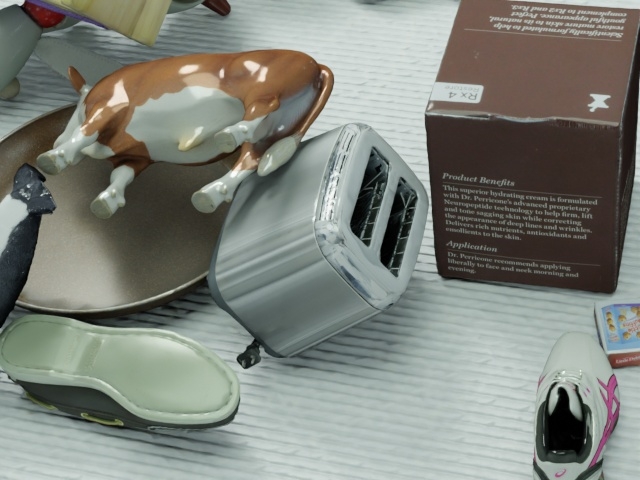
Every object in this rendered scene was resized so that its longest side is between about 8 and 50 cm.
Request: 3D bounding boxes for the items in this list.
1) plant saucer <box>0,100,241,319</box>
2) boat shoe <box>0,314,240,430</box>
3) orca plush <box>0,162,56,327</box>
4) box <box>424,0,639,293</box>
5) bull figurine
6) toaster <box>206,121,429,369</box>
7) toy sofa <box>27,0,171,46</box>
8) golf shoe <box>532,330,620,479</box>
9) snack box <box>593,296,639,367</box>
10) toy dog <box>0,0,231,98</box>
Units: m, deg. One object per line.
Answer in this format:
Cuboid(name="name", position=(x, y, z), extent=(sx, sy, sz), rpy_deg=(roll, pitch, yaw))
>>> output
Cuboid(name="plant saucer", position=(-0.199, -0.028, 1.602), extent=(0.311, 0.050, 0.310), rpy_deg=(-4, 44, 4))
Cuboid(name="boat shoe", position=(-0.166, 0.120, 1.426), extent=(0.228, 0.068, 0.081), rpy_deg=(13, 59, 21))
Cuboid(name="orca plush", position=(-0.325, 0.059, 1.470), extent=(0.151, 0.102, 0.287), rpy_deg=(31, 87, 26))
Cuboid(name="box", position=(0.194, -0.084, 1.491), extent=(0.169, 0.203, 0.167), rpy_deg=(7, 45, 14))
Cuboid(name="bull figurine", position=(-0.141, -0.104, 1.510), extent=(0.310, 0.101, 0.188), rpy_deg=(-9, 34, 28))
Cuboid(name="toaster", position=(0.000, 0.000, 1.451), extent=(0.146, 0.129, 0.227), rpy_deg=(-26, 30, 35))
Cuboid(name="toy sofa", position=(-0.277, -0.311, 1.684), extent=(0.363, 0.177, 0.150), rpy_deg=(23, 89, 37))
Cuboid(name="golf shoe", position=(0.207, 0.135, 1.344), extent=(0.068, 0.086, 0.186), rpy_deg=(0, 43, 11))
Cuboid(name="snack box", position=(0.329, 0.073, 1.436), extent=(0.178, 0.022, 0.064), rpy_deg=(-5, 44, 3))
Cuboid(name="toy dog", position=(-0.222, -0.247, 1.795), extent=(0.334, 0.161, 0.220), rpy_deg=(-18, 47, 10))
